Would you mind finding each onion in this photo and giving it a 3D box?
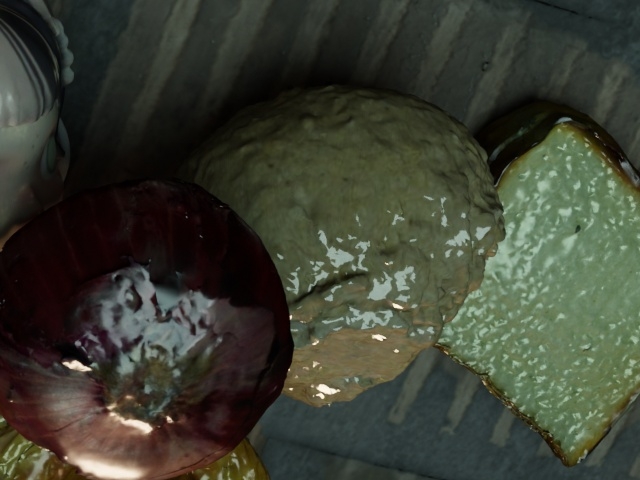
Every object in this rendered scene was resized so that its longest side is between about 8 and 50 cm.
[{"bbox_3d":[-0.140,0.057,1.396,0.252,0.219,0.252,-2,125,-3],"label":"onion"}]

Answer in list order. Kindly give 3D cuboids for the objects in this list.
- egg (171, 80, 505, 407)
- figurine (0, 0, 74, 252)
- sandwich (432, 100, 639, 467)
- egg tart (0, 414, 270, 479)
[{"bbox_3d":[0.000,0.000,1.558,0.310,0.279,0.279,-28,122,20],"label":"egg"},{"bbox_3d":[-0.316,-0.035,1.445,0.211,0.253,0.361,12,117,6],"label":"figurine"},{"bbox_3d":[0.221,0.032,1.751,0.301,0.099,0.271,39,93,-26],"label":"sandwich"},{"bbox_3d":[-0.212,0.272,1.673,0.352,0.150,0.352,-8,114,-19],"label":"egg tart"}]
